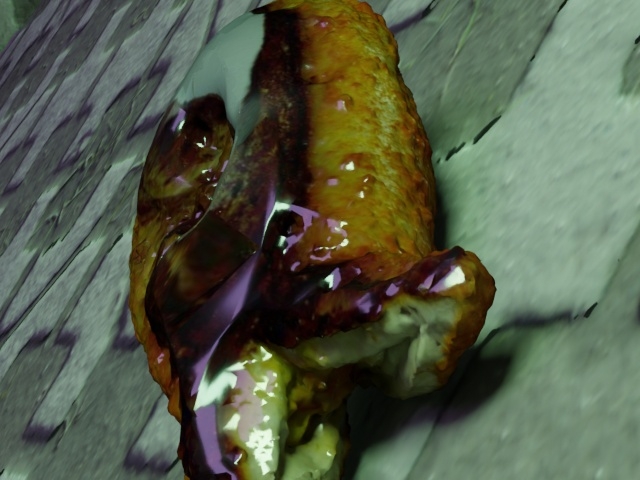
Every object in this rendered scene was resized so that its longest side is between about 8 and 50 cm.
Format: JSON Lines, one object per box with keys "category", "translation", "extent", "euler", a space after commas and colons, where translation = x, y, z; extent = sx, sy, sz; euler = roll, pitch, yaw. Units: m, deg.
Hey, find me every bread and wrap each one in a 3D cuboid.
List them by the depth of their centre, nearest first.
{"category": "bread", "translation": [-0.005, 0.005, 0.641], "extent": [0.139, 0.095, 0.269], "euler": [-53, 30, 20]}
